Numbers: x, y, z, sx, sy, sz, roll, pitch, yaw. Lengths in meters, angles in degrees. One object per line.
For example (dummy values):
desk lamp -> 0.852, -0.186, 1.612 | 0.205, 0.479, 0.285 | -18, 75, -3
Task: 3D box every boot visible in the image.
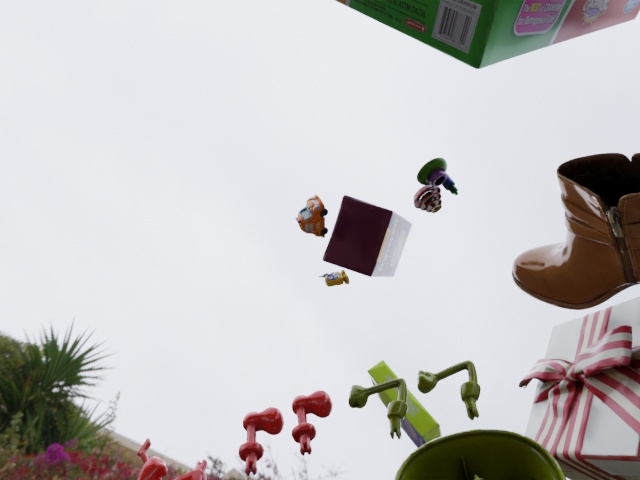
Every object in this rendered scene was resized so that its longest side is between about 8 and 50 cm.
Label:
boot -> 0.326, -0.003, 0.585 | 0.220, 0.283, 0.109 | 41, -106, -29

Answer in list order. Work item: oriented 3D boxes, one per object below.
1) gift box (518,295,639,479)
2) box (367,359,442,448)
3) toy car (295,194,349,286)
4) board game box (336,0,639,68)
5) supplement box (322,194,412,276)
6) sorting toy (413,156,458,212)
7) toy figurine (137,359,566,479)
gift box -> 0.434, 0.241, 0.632 | 0.258, 0.255, 0.276 | 30, -121, 1
box -> 0.157, 0.309, 0.857 | 0.042, 0.178, 0.109 | -32, -46, -12
toy car -> 0.000, 0.000, 0.631 | 0.041, 0.122, 0.060 | -14, -32, -16
board game box -> 0.190, -0.300, 0.550 | 0.317, 0.242, 0.064 | -26, -38, -31
supplement box -> 0.082, 0.000, 0.776 | 0.081, 0.188, 0.104 | 19, -87, 19
sorting toy -> 0.179, -0.078, 0.734 | 0.061, 0.042, 0.102 | -21, -33, -15
toy figurine -> 0.017, 0.281, 0.431 | 0.363, 0.191, 0.217 | -15, -66, -3
